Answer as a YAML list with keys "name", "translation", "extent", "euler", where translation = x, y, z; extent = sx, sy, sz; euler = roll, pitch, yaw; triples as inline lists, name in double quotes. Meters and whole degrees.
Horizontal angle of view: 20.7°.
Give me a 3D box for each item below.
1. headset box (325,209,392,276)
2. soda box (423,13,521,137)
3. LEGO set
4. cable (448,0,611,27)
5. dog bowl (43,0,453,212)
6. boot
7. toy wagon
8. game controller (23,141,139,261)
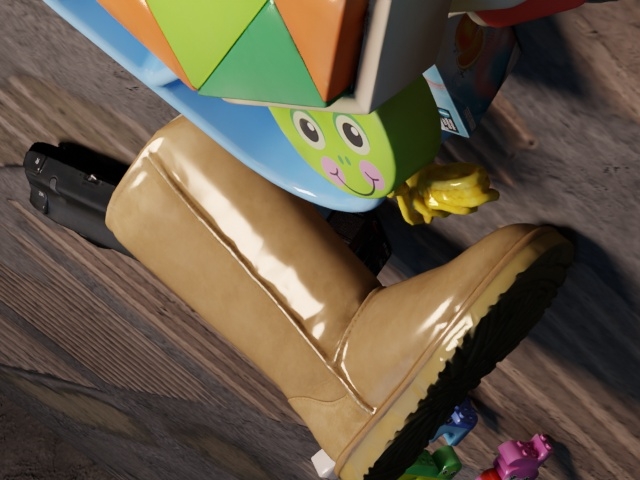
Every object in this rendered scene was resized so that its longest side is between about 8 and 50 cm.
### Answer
- name: "headset box"
  translation: [0.011, 0.022, 1.231]
  extent: [0.032, 0.083, 0.062]
  euler: [25, 160, 26]
- name: "soda box"
  translation: [0.037, -0.128, 0.832]
  extent: [0.063, 0.058, 0.183]
  euler: [22, 160, 31]
- name: "LEGO set"
  translation: [0.093, 0.139, 1.398]
  extent: [0.227, 0.093, 0.087]
  euler: [14, -144, -42]
- name: "cable"
  translation: [0.133, -0.112, 0.672]
  extent: [0.287, 0.072, 0.139]
  euler: [9, 171, 44]
- name: "dog bowl"
  translation: [-0.055, -0.122, 0.980]
  extent: [0.297, 0.074, 0.166]
  euler: [38, 161, -18]
- name: "boot"
  translation: [0.000, 0.000, 1.134]
  extent: [0.269, 0.236, 0.089]
  euler: [48, -155, 21]
- name: "toy wagon"
  translation: [-0.034, -0.138, 0.660]
  extent: [0.267, 0.068, 0.344]
  euler: [13, 135, 56]
- name: "game controller"
  translation: [-0.102, 0.007, 1.452]
  extent: [0.319, 0.067, 0.166]
  euler: [24, 175, 27]
